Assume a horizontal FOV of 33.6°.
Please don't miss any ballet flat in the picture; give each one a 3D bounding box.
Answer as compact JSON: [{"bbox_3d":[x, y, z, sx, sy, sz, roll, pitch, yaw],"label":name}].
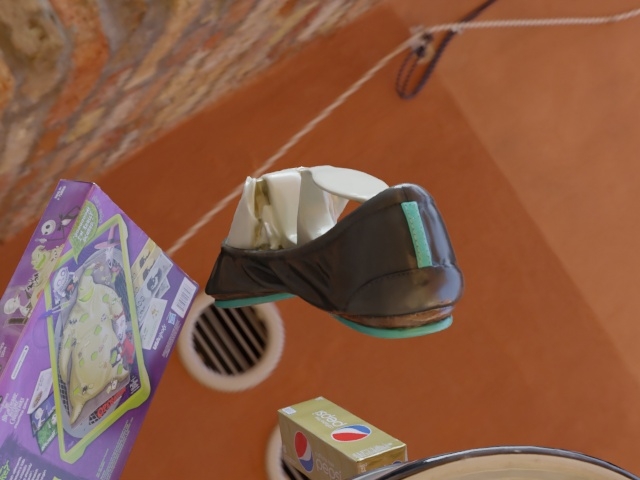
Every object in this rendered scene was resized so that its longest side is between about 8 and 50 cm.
[{"bbox_3d":[0.000,0.000,0.682,0.280,0.095,0.096,1,-79,61],"label":"ballet flat"}]

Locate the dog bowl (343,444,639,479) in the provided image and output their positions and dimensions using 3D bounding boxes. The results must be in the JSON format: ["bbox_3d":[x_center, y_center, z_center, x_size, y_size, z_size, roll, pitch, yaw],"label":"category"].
[{"bbox_3d":[0.085,0.327,0.681,0.408,0.408,0.150,59,-17,-8],"label":"dog bowl"}]

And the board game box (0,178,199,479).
[{"bbox_3d":[-0.235,0.145,0.961,0.056,0.347,0.208,10,-25,25],"label":"board game box"}]

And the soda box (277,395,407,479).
[{"bbox_3d":[0.021,0.220,1.097,0.181,0.058,0.061,17,-63,62],"label":"soda box"}]
